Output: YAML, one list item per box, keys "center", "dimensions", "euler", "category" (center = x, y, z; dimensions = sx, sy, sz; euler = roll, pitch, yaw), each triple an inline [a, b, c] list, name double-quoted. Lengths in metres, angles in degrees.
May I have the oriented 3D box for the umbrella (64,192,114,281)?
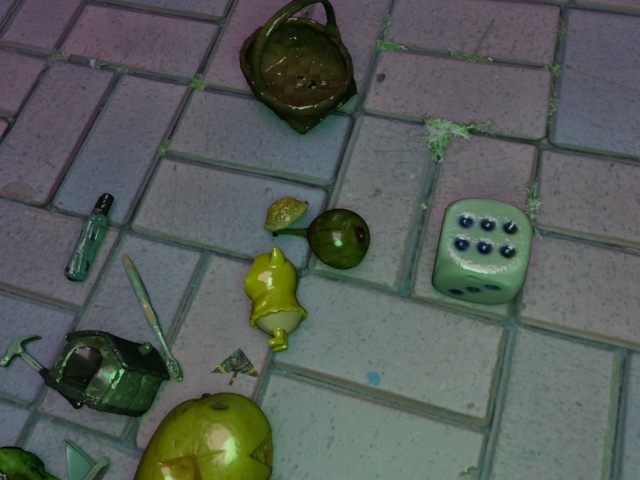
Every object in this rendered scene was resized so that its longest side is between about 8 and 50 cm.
- center: [-0.598, -0.011, 1.441]
  dimensions: [0.053, 0.052, 0.250]
  euler: [11, 68, 12]
  category: "umbrella"

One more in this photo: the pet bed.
- center: [-0.449, 0.278, 1.201]
  dimensions: [0.183, 0.211, 0.159]
  euler: [18, 73, 22]
  category: "pet bed"

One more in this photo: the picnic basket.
- center: [-0.068, -0.496, 1.462]
  dimensions: [0.293, 0.337, 0.337]
  euler: [-40, 68, -12]
  category: "picnic basket"

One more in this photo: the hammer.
- center: [-0.649, 0.315, 1.313]
  dimensions: [0.247, 0.029, 0.103]
  euler: [31, 73, 17]
  category: "hammer"

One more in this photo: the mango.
- center: [-0.245, 0.482, 1.120]
  dimensions: [0.253, 0.182, 0.364]
  euler: [26, 82, 14]
  category: "mango"

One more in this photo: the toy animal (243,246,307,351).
- center: [-0.102, 0.136, 1.269]
  dimensions: [0.156, 0.156, 0.229]
  euler: [-6, 67, 3]
  category: "toy animal"

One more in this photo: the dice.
- center: [0.360, 0.027, 1.244]
  dimensions: [0.194, 0.191, 0.194]
  euler: [13, 66, 11]
  category: "dice"

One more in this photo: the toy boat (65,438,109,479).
- center: [-0.535, 0.496, 1.220]
  dimensions: [0.122, 0.034, 0.096]
  euler: [27, 71, 26]
  category: "toy boat"

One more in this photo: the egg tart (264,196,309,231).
- center: [-0.090, -0.072, 1.381]
  dimensions: [0.129, 0.049, 0.128]
  euler: [-24, 22, 11]
  category: "egg tart"

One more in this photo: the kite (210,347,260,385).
- center: [-0.195, 0.294, 1.284]
  dimensions: [0.122, 0.004, 0.090]
  euler: [8, 66, 10]
  category: "kite"

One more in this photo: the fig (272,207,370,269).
- center: [0.000, 0.000, 1.356]
  dimensions: [0.260, 0.151, 0.151]
  euler: [-3, 60, 42]
  category: "fig"

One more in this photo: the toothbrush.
- center: [-0.416, 0.180, 1.348]
  dimensions: [0.028, 0.037, 0.375]
  euler: [-28, 63, -10]
  category: "toothbrush"

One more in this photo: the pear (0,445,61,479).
- center: [-0.659, 0.592, 1.120]
  dimensions: [0.238, 0.164, 0.255]
  euler: [38, 80, 10]
  category: "pear"
